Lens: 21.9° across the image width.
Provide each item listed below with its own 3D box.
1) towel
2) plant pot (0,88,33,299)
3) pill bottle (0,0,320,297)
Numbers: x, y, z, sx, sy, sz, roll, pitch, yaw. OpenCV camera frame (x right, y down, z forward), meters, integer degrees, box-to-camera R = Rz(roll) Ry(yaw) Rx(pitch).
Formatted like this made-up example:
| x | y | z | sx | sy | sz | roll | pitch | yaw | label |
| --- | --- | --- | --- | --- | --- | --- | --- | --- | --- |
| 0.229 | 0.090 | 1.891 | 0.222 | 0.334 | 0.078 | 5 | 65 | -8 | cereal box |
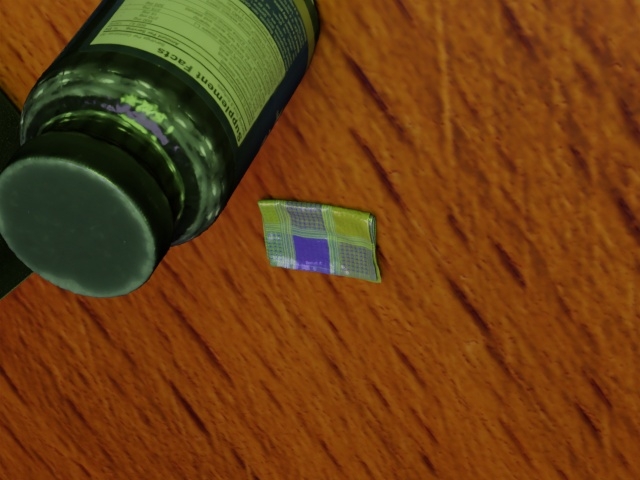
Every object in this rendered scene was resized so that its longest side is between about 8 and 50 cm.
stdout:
| x | y | z | sx | sy | sz | roll | pitch | yaw | label |
| --- | --- | --- | --- | --- | --- | --- | --- | --- | --- |
| 0.000 | 0.000 | 1.088 | 0.083 | 0.009 | 0.060 | 10 | 134 | 17 | towel |
| -0.298 | -0.035 | 1.091 | 0.187 | 0.188 | 0.167 | -8 | 114 | 31 | plant pot |
| -0.091 | -0.073 | 0.916 | 0.123 | 0.219 | 0.123 | 13 | 134 | 14 | pill bottle |
